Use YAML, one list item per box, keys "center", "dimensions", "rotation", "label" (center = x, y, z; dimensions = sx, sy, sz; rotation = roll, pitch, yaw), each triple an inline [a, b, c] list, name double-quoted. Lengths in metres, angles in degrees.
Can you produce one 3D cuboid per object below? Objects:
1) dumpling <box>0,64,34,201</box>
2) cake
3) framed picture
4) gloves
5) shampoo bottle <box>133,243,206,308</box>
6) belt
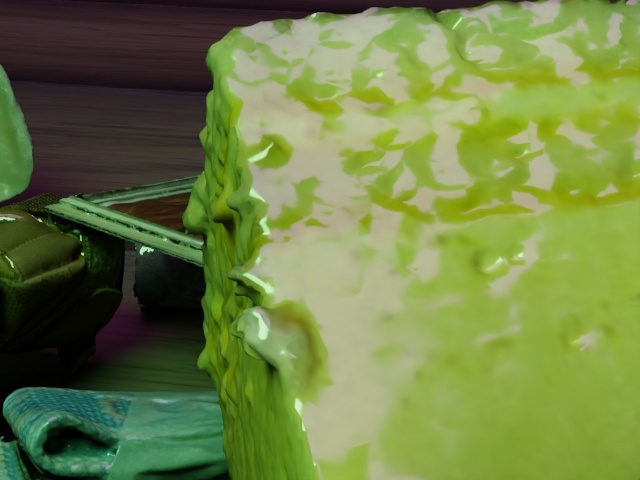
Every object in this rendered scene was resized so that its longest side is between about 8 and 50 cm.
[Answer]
- center: [-0.361, -0.078, 0.987]
  dimensions: [0.175, 0.226, 0.243]
  rotation: [14, 32, 37]
  label: "dumpling"
- center: [0.075, 0.077, 0.537]
  dimensions: [0.228, 0.222, 0.286]
  rotation: [-7, 56, -10]
  label: "cake"
- center: [0.000, 0.000, 0.834]
  dimensions: [0.273, 0.016, 0.216]
  rotation: [17, 16, 24]
  label: "framed picture"
- center: [-0.237, 0.058, 0.742]
  dimensions: [0.154, 0.141, 0.331]
  rotation: [12, 23, 24]
  label: "gloves"
- center: [-0.022, 0.019, 0.953]
  dimensions: [0.214, 0.072, 0.072]
  rotation: [2, 21, 2]
  label: "shampoo bottle"
- center: [-0.034, 0.101, 0.708]
  dimensions: [0.302, 0.087, 0.072]
  rotation: [-7, 25, -18]
  label: "belt"
